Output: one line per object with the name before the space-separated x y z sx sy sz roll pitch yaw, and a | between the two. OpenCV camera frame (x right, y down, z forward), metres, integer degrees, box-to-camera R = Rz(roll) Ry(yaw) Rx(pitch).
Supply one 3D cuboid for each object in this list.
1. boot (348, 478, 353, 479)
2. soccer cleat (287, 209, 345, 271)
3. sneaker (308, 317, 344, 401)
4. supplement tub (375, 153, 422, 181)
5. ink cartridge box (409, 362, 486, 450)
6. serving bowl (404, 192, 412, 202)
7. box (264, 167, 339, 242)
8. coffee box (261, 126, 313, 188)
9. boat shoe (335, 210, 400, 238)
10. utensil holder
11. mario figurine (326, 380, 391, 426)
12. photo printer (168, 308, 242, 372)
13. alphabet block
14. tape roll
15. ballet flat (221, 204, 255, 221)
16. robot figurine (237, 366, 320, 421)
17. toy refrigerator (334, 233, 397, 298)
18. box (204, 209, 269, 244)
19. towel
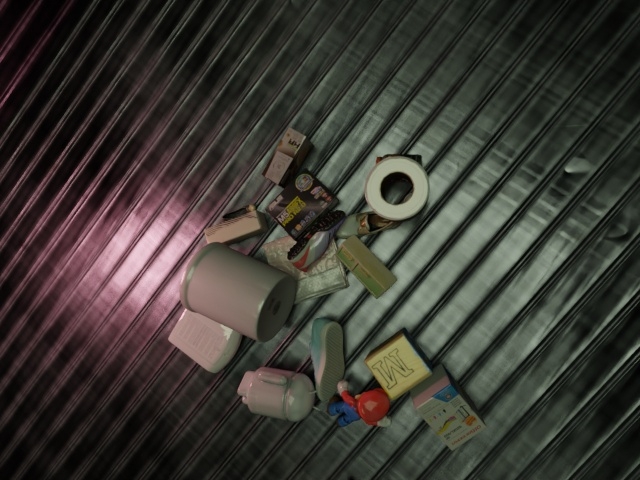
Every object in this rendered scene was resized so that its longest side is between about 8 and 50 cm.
boot | 0.122 1.163 1.771 0.161 0.083 0.246 -29 79 16
soccer cleat | 0.000 0.000 1.812 0.318 0.108 0.116 -44 120 -4
sneaker | 0.015 0.510 1.827 0.150 0.135 0.366 17 103 53
supplement tub | 0.334 -0.310 1.779 0.190 0.117 0.117 4 88 14
ink cartridge box | 0.492 0.647 1.631 0.171 0.168 0.232 -39 98 10
serving bowl | 0.403 -0.163 1.800 0.083 0.027 0.083 -1 86 14
box | -0.084 -0.159 1.874 0.270 0.060 0.216 -44 70 2
coffee box | -0.147 -0.367 1.887 0.098 0.141 0.246 32 94 13
boat shoe | 0.197 -0.078 1.806 0.302 0.103 0.113 -14 83 13
utensil holder | -0.342 0.221 1.787 0.385 0.327 0.327 20 92 20
mario figurine | 0.175 0.672 1.712 0.320 0.198 0.170 -37 36 47
photo printer | -0.525 0.446 1.950 0.307 0.107 0.256 32 95 13
alphabet block | 0.320 0.498 1.701 0.197 0.192 0.193 -38 77 8
tape roll | 0.304 -0.196 1.640 0.246 0.169 0.246 0 91 14
ballet flat | -0.386 -0.125 1.978 0.173 0.049 0.057 -21 83 12
robot figurine | -0.174 0.661 1.797 0.353 0.300 0.199 3 45 19
toy refrigerator | 0.189 0.114 1.781 0.094 0.102 0.269 -35 77 -32
box | -0.391 -0.048 1.945 0.275 0.113 0.094 -20 81 10
towel | -0.070 0.111 1.888 0.332 0.053 0.317 -20 82 11
